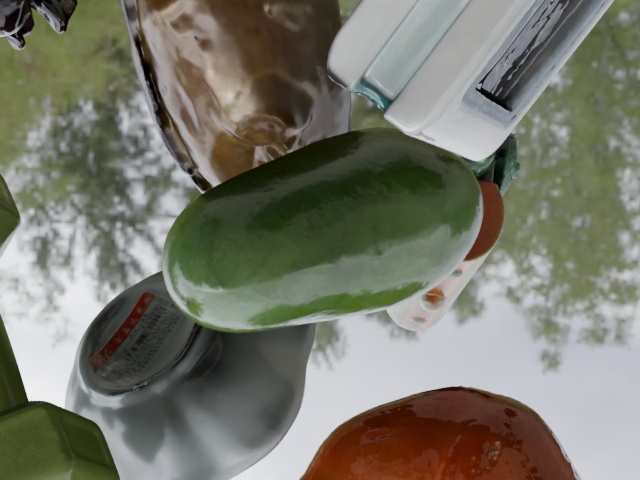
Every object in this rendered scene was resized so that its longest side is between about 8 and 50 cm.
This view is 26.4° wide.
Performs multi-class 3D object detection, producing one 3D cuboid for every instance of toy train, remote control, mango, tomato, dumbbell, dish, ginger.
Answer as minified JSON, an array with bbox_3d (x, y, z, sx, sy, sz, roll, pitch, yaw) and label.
[{"bbox_3d":[0.127,-0.009,1.427,0.116,0.177,0.285,12,159,-5],"label":"toy train"},{"bbox_3d":[0.115,-0.151,0.483,0.055,0.277,0.103,40,-169,17],"label":"remote control"},{"bbox_3d":[0.000,0.000,0.862,0.156,0.114,0.251,10,-154,42],"label":"mango"},{"bbox_3d":[0.088,0.236,0.990,0.260,0.260,0.180,17,164,22],"label":"tomato"},{"bbox_3d":[-0.235,0.073,0.933,0.121,0.108,0.302,39,-160,-56],"label":"dumbbell"},{"bbox_3d":[-0.116,0.086,1.007,0.229,0.081,0.229,-19,-135,20],"label":"dish"},{"bbox_3d":[-0.059,-0.128,1.030,0.165,0.321,0.172,-5,-152,9],"label":"ginger"}]

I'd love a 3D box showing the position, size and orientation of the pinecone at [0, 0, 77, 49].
[{"bbox_3d":[-0.251,-0.221,0.794,0.296,0.298,0.242,-4,180,18],"label":"pinecone"}]
